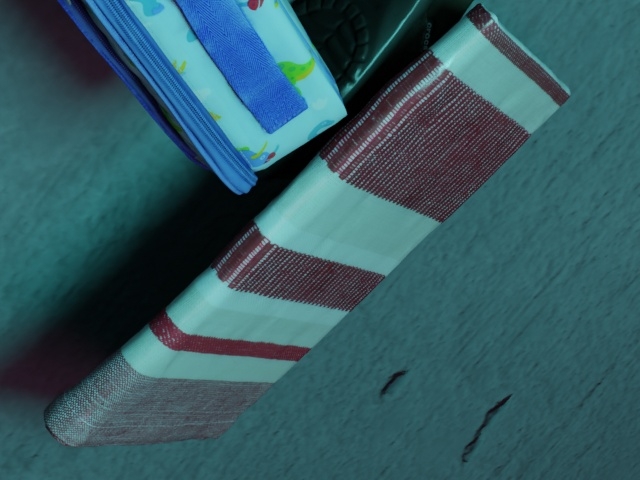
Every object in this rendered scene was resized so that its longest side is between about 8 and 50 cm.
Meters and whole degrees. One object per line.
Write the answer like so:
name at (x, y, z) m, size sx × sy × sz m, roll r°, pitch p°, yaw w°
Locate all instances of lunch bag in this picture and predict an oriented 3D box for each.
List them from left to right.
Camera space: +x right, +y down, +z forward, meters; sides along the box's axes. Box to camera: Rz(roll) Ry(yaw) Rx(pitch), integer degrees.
lunch bag at (-0.079, -0.132, 0.857) m, size 0.090 × 0.176 × 0.219 m, roll -36°, pitch 142°, yaw 0°

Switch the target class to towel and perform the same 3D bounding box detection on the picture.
towel at (0.000, 0.000, 1.092) m, size 0.329 × 0.037 × 0.237 m, roll -44°, pitch 165°, yaw 9°

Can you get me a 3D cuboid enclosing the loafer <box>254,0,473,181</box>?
loafer at (0.036, -0.111, 1.039) m, size 0.220 × 0.080 × 0.078 m, roll -45°, pitch 140°, yaw 12°
